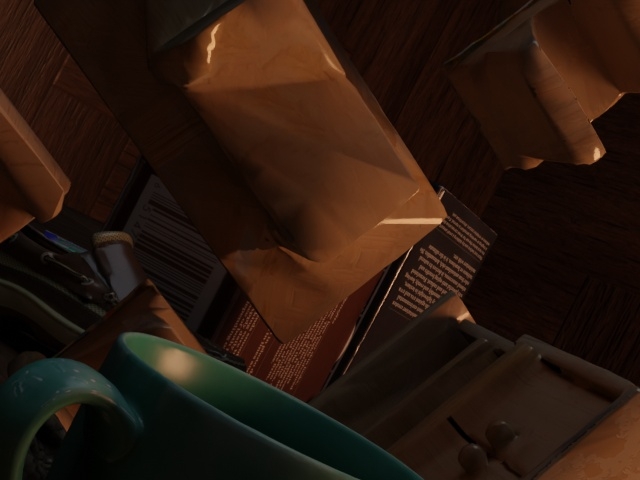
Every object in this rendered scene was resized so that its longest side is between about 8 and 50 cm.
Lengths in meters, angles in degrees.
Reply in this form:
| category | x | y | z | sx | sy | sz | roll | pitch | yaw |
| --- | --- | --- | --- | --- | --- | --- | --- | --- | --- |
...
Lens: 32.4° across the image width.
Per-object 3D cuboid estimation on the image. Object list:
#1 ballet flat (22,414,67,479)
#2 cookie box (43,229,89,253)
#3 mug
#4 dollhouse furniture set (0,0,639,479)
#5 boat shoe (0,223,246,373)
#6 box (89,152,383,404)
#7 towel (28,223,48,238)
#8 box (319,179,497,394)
| category | x | y | z | sx | sy | sz | roll | pitch | yaw |
| --- | --- | --- | --- | --- | --- | --- | --- | --- | --- |
| ballet flat | -0.193 | 0.044 | 0.380 | 0.249 | 0.058 | 0.084 | 28 | -2 | -29 |
| cookie box | -0.295 | 0.028 | 1.308 | 0.091 | 0.040 | 0.107 | 27 | -2 | -14 |
| mug | -0.048 | 0.099 | 0.393 | 0.157 | 0.097 | 0.129 | 27 | -1 | -10 |
| dollhouse furniture set | 0.000 | 0.000 | 0.635 | 0.394 | 0.362 | 0.256 | 56 | -11 | -17 |
| boat shoe | -0.162 | 0.037 | 0.800 | 0.257 | 0.095 | 0.095 | 20 | -5 | 18 |
| box | -0.074 | 0.051 | 1.025 | 0.143 | 0.191 | 0.381 | 27 | -2 | 19 |
| towel | -0.311 | -0.006 | 1.094 | 0.209 | 0.034 | 0.285 | 41 | -6 | -16 |
| box | 0.005 | 0.043 | 1.366 | 0.296 | 0.294 | 0.182 | 27 | -4 | 36 |
